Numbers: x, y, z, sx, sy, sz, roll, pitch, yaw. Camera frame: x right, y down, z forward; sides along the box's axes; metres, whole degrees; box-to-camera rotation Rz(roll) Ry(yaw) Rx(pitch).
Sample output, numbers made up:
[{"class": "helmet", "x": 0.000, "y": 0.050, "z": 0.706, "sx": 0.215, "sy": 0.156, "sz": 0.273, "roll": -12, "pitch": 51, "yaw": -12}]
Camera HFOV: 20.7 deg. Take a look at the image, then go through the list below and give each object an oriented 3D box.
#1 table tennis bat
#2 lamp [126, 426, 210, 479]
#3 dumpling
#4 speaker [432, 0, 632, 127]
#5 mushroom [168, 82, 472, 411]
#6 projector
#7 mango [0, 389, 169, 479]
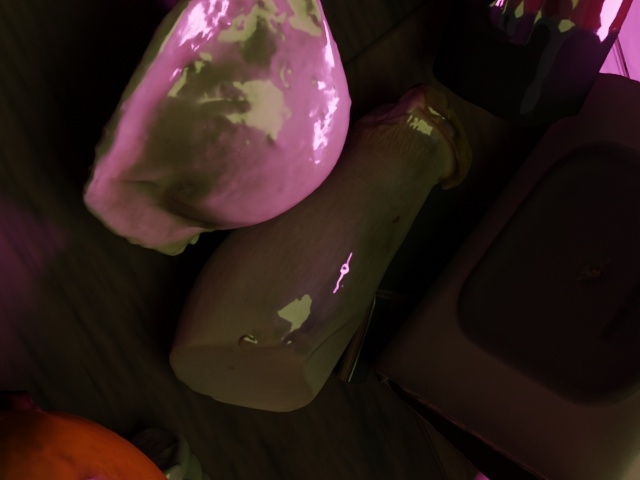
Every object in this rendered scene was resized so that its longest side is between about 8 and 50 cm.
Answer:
[{"class": "table tennis bat", "x": 0.042, "y": 0.017, "z": 1.123, "sx": 0.095, "sy": 0.014, "sz": 0.158, "roll": 9, "pitch": 102, "yaw": -42}, {"class": "lamp", "x": -0.069, "y": 0.200, "z": 1.066, "sx": 0.106, "sy": 0.106, "sz": 0.193, "roll": -37, "pitch": 118, "yaw": -20}, {"class": "dumpling", "x": -0.063, "y": -0.067, "z": 0.932, "sx": 0.155, "sy": 0.111, "sz": 0.181, "roll": -34, "pitch": 123, "yaw": -28}, {"class": "speaker", "x": 0.179, "y": -0.252, "z": 1.059, "sx": 0.259, "sy": 0.198, "sz": 0.330, "roll": -56, "pitch": 167, "yaw": -60}, {"class": "mushroom", "x": 0.000, "y": 0.000, "z": 1.038, "sx": 0.225, "sy": 0.093, "sz": 0.116, "roll": -60, "pitch": 143, "yaw": -12}, {"class": "projector", "x": 0.221, "y": 0.075, "z": 1.128, "sx": 0.249, "sy": 0.248, "sz": 0.248, "roll": -53, "pitch": 138, "yaw": -7}, {"class": "mango", "x": -0.162, "y": 0.291, "z": 0.918, "sx": 0.301, "sy": 0.220, "sz": 0.445, "roll": -57, "pitch": 149, "yaw": -60}]
